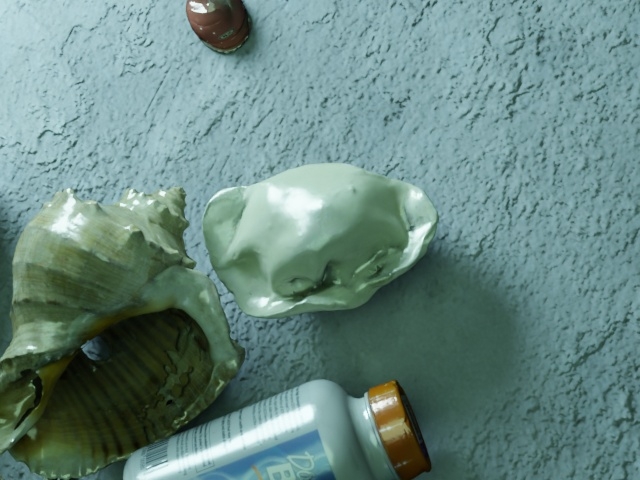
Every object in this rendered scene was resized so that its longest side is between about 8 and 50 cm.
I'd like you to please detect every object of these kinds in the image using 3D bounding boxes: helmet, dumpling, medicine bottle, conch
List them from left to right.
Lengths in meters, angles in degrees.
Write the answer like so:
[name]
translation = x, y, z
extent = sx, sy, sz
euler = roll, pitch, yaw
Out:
[conch]
translation = -0.216, 0.093, 1.480
extent = 0.263, 0.186, 0.324
euler = 35, 105, -1
[helmet]
translation = -0.117, -0.252, 1.575
extent = 0.065, 0.049, 0.084
euler = -36, 74, 4
[medicine bottle]
translation = -0.039, 0.236, 1.416
extent = 0.288, 0.157, 0.157
euler = -22, 76, 6
[dumpling]
translation = 0.000, 0.000, 1.463
extent = 0.250, 0.132, 0.162
euler = -4, 76, 13

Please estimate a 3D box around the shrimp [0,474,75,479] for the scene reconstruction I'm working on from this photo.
[shrimp]
translation = -0.347, 0.249, 1.548
extent = 0.152, 0.046, 0.219
euler = -19, 81, 11
